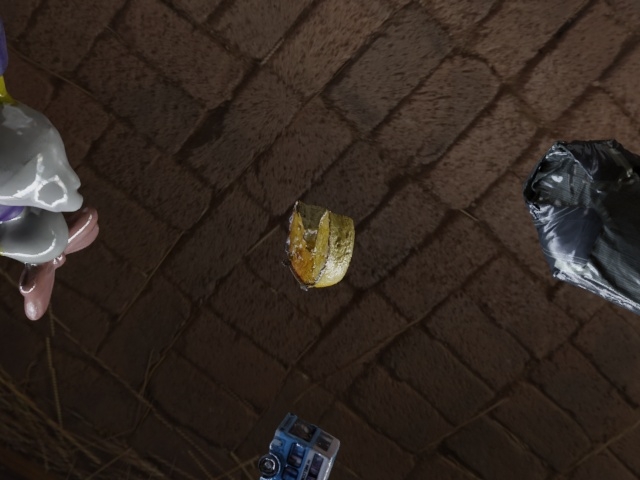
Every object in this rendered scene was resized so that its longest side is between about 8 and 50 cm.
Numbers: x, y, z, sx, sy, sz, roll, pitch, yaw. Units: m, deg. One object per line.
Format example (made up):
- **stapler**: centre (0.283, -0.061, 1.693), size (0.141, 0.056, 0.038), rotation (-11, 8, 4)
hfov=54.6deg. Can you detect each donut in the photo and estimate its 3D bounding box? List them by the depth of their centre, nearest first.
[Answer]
- **donut**: centre (-0.001, 0.012, 1.061), size (0.078, 0.181, 0.146), rotation (7, 96, -26)

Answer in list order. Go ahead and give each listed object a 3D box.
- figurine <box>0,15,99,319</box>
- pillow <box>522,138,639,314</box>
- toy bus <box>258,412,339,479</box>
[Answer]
- **figurine**: centre (-0.312, -0.065, 0.603), size (0.193, 0.421, 0.154), rotation (29, 62, -3)
- **pillow**: centre (0.376, 0.007, 0.671), size (0.335, 0.092, 0.162), rotation (23, 90, 2)
- **toy bus**: centre (-0.069, 0.489, 1.164), size (0.131, 0.106, 0.297), rotation (20, 98, 10)
